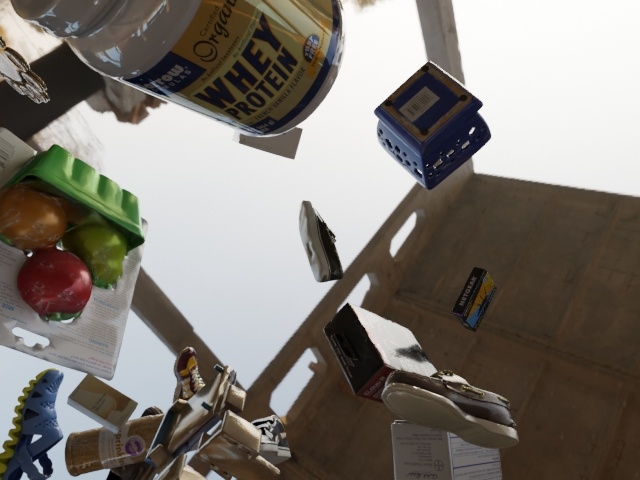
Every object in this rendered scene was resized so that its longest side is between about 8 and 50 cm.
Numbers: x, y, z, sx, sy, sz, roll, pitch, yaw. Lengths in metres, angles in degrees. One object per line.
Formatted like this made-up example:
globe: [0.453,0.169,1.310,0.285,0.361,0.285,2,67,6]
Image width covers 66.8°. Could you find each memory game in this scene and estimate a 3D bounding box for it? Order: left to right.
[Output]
memory game: [-0.478,-0.276,0.710,0.186,0.186,0.012,18,-117,41]

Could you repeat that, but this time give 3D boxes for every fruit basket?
fruit basket: [-0.463,0.029,0.839,0.165,0.327,0.353,-17,-127,30]

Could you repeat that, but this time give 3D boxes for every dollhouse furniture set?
dollhouse furniture set: [-0.164,0.375,0.906,0.286,0.198,0.303,-45,-164,17]

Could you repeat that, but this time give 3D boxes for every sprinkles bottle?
sprinkles bottle: [-0.515,0.562,1.365,0.355,0.121,0.121,-10,-142,-8]

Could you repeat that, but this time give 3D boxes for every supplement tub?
supplement tub: [-0.141,-0.267,0.549,0.228,0.316,0.229,-6,-101,36]

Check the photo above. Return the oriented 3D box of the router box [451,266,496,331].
router box: [0.518,0.198,1.626,0.046,0.133,0.179,15,-112,46]

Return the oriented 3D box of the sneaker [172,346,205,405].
sneaker: [-0.317,0.354,1.211,0.083,0.186,0.069,17,-156,21]

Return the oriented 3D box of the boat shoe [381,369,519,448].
boat shoe: [0.259,0.320,0.966,0.116,0.324,0.097,-45,-154,45]

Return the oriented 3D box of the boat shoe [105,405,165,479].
boat shoe: [-0.576,0.688,1.481,0.132,0.130,0.356,9,-104,35]

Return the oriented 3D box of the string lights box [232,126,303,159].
string lights box: [-0.137,-0.257,1.183,0.133,0.077,0.259,14,-171,-16]

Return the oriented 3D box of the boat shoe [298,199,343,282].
boat shoe: [0.000,0.000,1.179,0.070,0.078,0.220,-4,-115,-25]

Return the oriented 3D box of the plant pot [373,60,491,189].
plant pot: [0.289,-0.314,1.293,0.236,0.212,0.236,-41,-115,3]

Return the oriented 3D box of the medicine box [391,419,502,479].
medicine box: [0.305,0.574,1.134,0.149,0.263,0.290,-17,-116,39]

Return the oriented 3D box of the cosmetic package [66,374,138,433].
cosmetic package: [-0.417,0.313,0.931,0.041,0.115,0.060,-53,-173,45]

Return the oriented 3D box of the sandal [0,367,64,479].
sandal: [-0.734,0.497,1.269,0.138,0.126,0.318,14,-101,2]

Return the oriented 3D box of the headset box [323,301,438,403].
headset box: [0.152,0.292,1.216,0.110,0.293,0.218,-50,-141,16]

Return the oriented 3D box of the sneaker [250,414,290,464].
sneaker: [-0.179,0.591,1.437,0.126,0.321,0.128,-19,-118,1]
